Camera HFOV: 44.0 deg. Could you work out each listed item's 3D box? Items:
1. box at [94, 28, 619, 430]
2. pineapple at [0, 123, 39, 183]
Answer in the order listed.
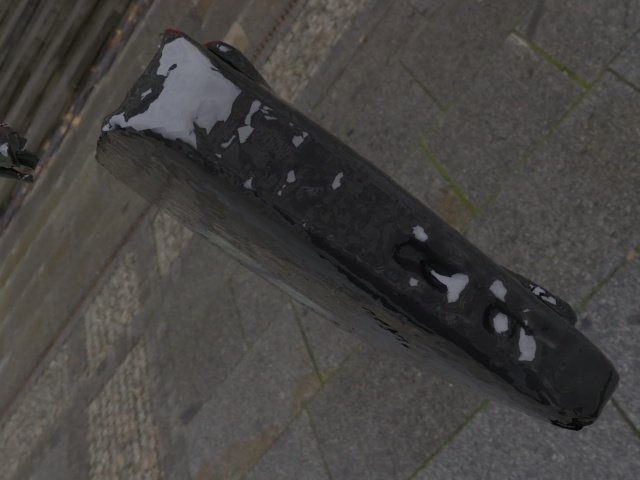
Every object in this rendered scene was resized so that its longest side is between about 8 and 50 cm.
[{"bbox_3d":[0.000,0.000,0.580,0.091,0.350,0.359,-57,15,-6],"label":"box"},{"bbox_3d":[-0.378,-0.014,0.636,0.310,0.170,0.141,-33,48,5],"label":"pineapple"}]
